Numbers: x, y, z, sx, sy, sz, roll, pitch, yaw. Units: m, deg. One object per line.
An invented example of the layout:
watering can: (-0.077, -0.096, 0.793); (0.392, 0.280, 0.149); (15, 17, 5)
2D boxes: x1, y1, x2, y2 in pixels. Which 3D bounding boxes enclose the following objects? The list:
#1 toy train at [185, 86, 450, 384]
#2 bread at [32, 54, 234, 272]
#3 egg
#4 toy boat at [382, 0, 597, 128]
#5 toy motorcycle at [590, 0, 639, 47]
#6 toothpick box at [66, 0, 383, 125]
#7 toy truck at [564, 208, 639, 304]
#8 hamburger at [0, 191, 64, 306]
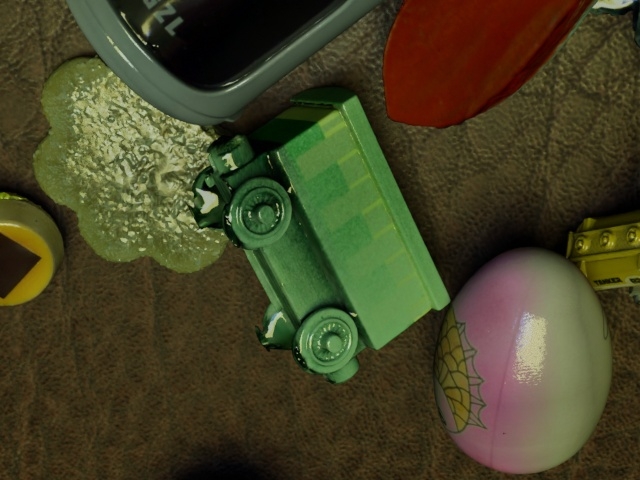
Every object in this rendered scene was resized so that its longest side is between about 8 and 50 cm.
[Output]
toy train: (0.000, 0.000, 1.258); (0.202, 0.120, 0.301); (-35, 114, -20)
bread: (-0.187, -0.061, 1.312); (0.286, 0.056, 0.207); (27, 111, -9)
egg: (0.218, 0.126, 1.301); (0.196, 0.196, 0.271); (7, 118, -1)
toy boat: (0.166, -0.219, 1.137); (0.145, 0.133, 0.332); (47, 141, 2)
toy motorcycle: (0.413, -0.210, 1.149); (0.410, 0.169, 0.237); (43, 113, -8)
toothpick box: (-0.033, -0.293, 1.086); (0.354, 0.263, 0.263); (-33, 110, 25)
toy truck: (0.356, 0.011, 1.241); (0.114, 0.227, 0.098); (15, 78, -23)
hamburger: (-0.352, 0.004, 1.333); (0.141, 0.081, 0.126); (19, 117, -20)
